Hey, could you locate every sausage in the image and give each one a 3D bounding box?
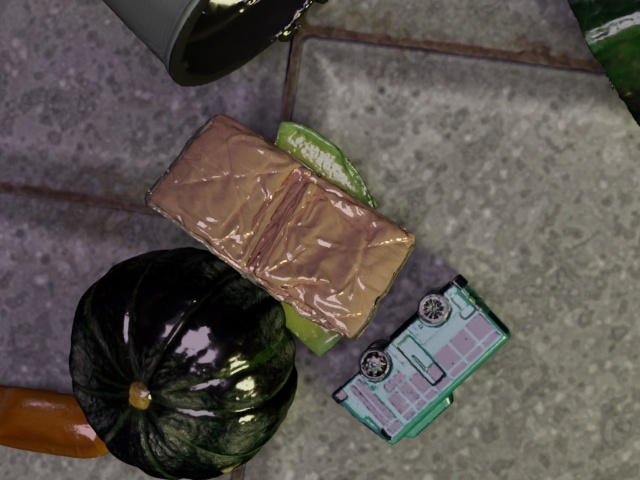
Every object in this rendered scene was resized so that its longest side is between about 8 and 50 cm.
[{"bbox_3d":[-0.272,0.176,1.487,0.183,0.054,0.062,5,61,11],"label":"sausage"}]

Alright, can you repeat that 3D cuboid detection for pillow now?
[{"bbox_3d":[-0.034,-0.016,1.359,0.232,0.043,0.126,34,70,9],"label":"pillow"}]

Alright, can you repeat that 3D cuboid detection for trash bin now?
[{"bbox_3d":[-0.132,-0.302,1.345,0.217,0.277,0.262,-44,77,7],"label":"trash bin"}]

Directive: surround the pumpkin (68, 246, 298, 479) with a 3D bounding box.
[{"bbox_3d":[-0.127,0.112,1.390,0.220,0.162,0.221,9,112,22],"label":"pumpkin"}]

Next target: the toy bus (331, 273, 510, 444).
[{"bbox_3d":[0.094,0.113,1.408,0.160,0.079,0.092,-43,85,7],"label":"toy bus"}]

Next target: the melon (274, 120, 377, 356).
[{"bbox_3d":[0.000,0.000,1.430,0.118,0.064,0.210,12,96,8],"label":"melon"}]

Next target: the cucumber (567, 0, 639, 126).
[{"bbox_3d":[0.296,-0.191,1.315,0.130,0.191,0.191,-22,88,18],"label":"cucumber"}]
